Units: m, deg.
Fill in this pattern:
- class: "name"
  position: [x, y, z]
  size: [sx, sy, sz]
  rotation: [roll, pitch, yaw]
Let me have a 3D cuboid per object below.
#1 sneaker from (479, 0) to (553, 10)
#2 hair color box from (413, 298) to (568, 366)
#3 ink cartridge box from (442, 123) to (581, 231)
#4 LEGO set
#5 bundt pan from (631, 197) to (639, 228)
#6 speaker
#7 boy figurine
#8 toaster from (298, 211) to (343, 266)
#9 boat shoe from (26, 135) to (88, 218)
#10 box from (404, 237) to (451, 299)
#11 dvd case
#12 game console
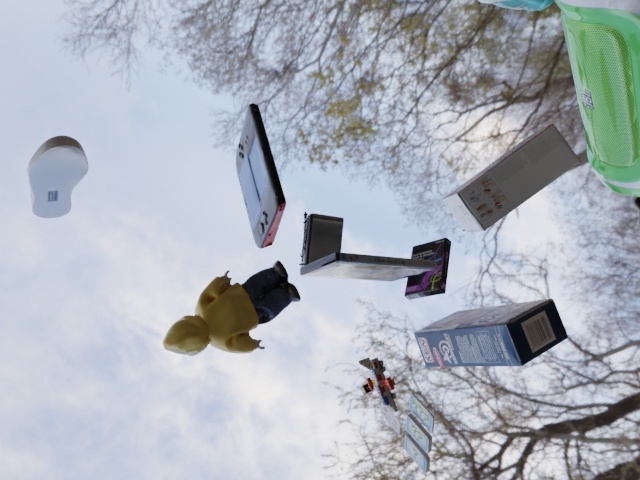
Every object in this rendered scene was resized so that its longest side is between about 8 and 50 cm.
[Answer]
- class: "sneaker"
  position: [0.264, -0.378, 0.735]
  size: [0.110, 0.107, 0.275]
  rotation: [19, -134, -1]
- class: "hair color box"
  position: [0.412, 0.238, 1.351]
  size: [0.174, 0.347, 0.105]
  rotation: [-18, -94, -29]
- class: "ink cartridge box"
  position: [0.513, -0.162, 1.512]
  size: [0.309, 0.272, 0.130]
  rotation: [-36, -91, 1]
- class: "LEGO set"
  position: [0.153, 0.374, 1.189]
  size: [0.060, 0.182, 0.244]
  rotation: [-17, -145, -23]
- class: "bundt pan"
  position: [0.720, -0.081, 0.895]
  size: [0.124, 0.331, 0.330]
  rotation: [-9, -115, -37]
- class: "speaker"
  position: [0.334, -0.182, 0.569]
  size: [0.296, 0.131, 0.131]
  rotation: [53, -141, -39]
- class: "boy figurine"
  position: [-0.179, 0.157, 1.092]
  size: [0.285, 0.092, 0.177]
  rotation: [-31, -92, -19]
- class: "toaster"
  position: [0.000, 0.000, 1.614]
  size: [0.110, 0.168, 0.185]
  rotation: [6, -94, -6]
- class: "boat shoe"
  position: [-0.561, -0.152, 1.132]
  size: [0.108, 0.301, 0.102]
  rotation: [-7, -109, -31]
- class: "box"
  position: [0.290, 0.076, 1.451]
  size: [0.029, 0.116, 0.162]
  rotation: [37, -127, -31]
- class: "dvd case"
  position: [0.103, 0.062, 1.195]
  size: [0.253, 0.180, 0.022]
  rotation: [5, -105, -26]
- class: "game console"
  position: [-0.206, -0.197, 1.764]
  size: [0.060, 0.342, 0.386]
  rotation: [-10, -113, -18]
